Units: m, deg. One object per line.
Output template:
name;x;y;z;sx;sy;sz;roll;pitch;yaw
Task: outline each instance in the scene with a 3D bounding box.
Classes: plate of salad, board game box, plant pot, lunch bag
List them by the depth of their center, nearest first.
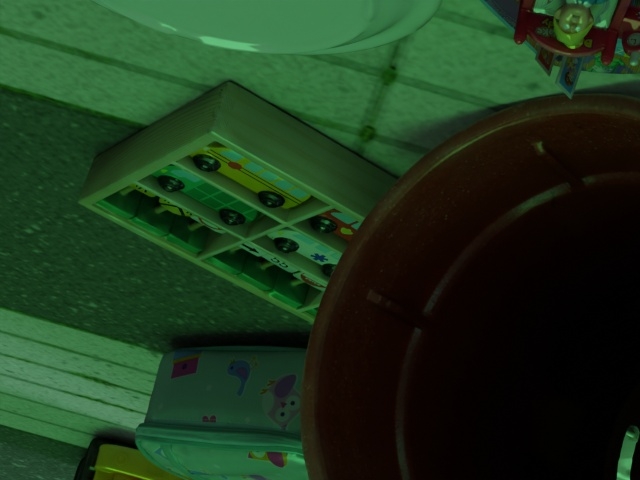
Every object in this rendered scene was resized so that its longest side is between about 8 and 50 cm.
board game box;0.118;-0.108;0.596;0.133;0.033;0.169;-10;146;43
plate of salad;-0.042;-0.135;0.615;0.200;0.048;0.200;10;165;3
plant pot;0.177;0.098;0.755;0.272;0.272;0.265;-8;155;40
lunch bag;-0.011;0.187;1.194;0.224;0.107;0.279;-4;149;35

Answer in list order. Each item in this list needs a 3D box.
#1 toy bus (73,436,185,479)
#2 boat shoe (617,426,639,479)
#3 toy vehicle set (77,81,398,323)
toy bus;-0.218;0.341;1.514;0.150;0.211;0.220;20;153;-7
boat shoe;0.238;0.124;0.965;0.258;0.095;0.084;-10;143;23
toy vehicle set;0.000;0.000;0.884;0.267;0.035;0.166;29;152;-27
